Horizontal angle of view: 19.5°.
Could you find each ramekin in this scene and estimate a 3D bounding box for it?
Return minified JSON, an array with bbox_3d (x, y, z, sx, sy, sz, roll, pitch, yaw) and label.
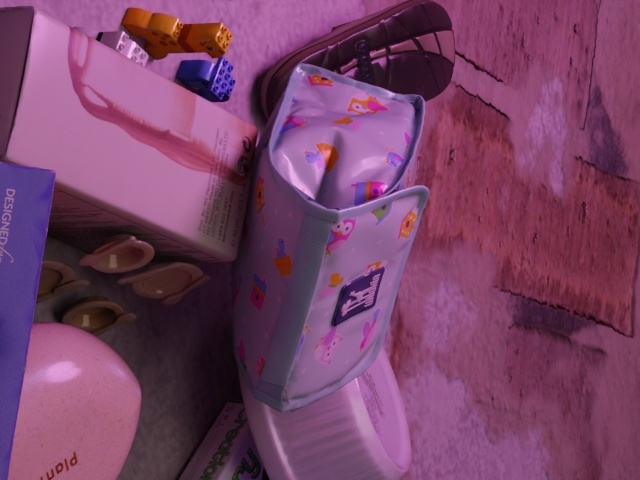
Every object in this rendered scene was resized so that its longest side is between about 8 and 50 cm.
[{"bbox_3d":[0.010,0.163,1.812,0.207,0.109,0.207,-18,90,-77],"label":"ramekin"}]

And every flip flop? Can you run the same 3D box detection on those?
[{"bbox_3d":[0.037,-0.183,1.938,0.277,0.080,0.112,-24,117,-35],"label":"flip flop"}]

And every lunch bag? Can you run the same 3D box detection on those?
[{"bbox_3d":[0.000,0.000,1.668,0.262,0.160,0.223,-80,-174,-59],"label":"lunch bag"}]

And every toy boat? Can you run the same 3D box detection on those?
[{"bbox_3d":[-0.269,0.106,1.485,0.267,0.148,0.318,-29,123,-44],"label":"toy boat"}]

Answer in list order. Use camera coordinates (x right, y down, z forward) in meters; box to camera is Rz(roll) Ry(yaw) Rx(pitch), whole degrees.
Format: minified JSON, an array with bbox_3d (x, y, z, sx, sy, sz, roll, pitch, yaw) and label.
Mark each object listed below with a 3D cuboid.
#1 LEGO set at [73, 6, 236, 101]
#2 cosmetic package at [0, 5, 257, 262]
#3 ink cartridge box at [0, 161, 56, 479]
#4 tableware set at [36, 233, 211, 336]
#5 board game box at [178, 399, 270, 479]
[{"bbox_3d":[-0.117,-0.152,1.700,0.227,0.093,0.087,43,58,-47],"label":"LEGO set"},{"bbox_3d":[-0.201,-0.079,1.540,0.296,0.153,0.129,26,69,-54],"label":"cosmetic package"},{"bbox_3d":[-0.343,0.075,1.290,0.307,0.072,0.304,9,90,-24],"label":"ink cartridge box"},{"bbox_3d":[-0.185,0.038,1.591,0.168,0.141,0.020,36,36,-55],"label":"tableware set"},{"bbox_3d":[-0.103,0.331,1.784,0.305,0.053,0.193,-59,135,-34],"label":"board game box"}]
